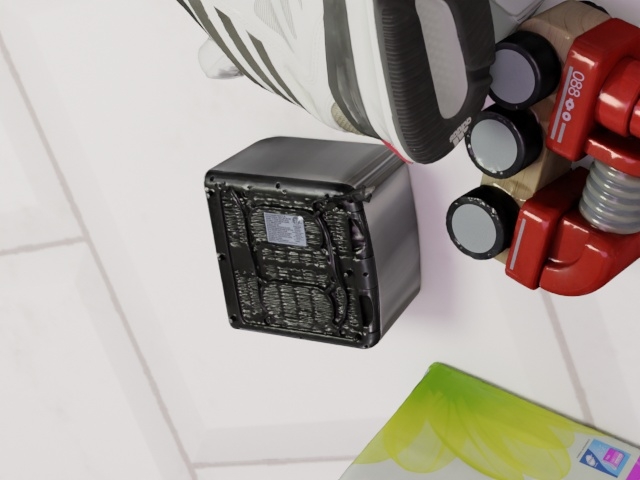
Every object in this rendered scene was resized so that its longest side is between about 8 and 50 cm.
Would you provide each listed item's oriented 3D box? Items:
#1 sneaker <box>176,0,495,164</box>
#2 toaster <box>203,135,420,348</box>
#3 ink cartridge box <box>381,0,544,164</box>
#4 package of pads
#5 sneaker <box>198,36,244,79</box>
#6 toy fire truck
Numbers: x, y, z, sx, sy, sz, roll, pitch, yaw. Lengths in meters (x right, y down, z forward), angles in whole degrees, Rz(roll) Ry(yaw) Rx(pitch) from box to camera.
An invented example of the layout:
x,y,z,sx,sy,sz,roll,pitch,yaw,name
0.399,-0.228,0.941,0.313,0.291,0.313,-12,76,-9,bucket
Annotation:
x,y,z,sx,sy,sz,roll,pitch,yaw,name
-0.036,-0.266,1.060,0.257,0.169,0.448,18,135,34,sneaker
0.000,0.000,1.380,0.185,0.110,0.168,6,120,30,toaster
0.084,-0.171,1.252,0.127,0.072,0.175,42,130,5,ink cartridge box
0.174,0.248,1.337,0.296,0.229,0.101,21,126,21,package of pads
-0.040,-0.229,1.301,0.232,0.090,0.115,-41,76,39,sneaker
0.253,-0.052,1.186,0.246,0.158,0.217,30,129,27,toy fire truck
